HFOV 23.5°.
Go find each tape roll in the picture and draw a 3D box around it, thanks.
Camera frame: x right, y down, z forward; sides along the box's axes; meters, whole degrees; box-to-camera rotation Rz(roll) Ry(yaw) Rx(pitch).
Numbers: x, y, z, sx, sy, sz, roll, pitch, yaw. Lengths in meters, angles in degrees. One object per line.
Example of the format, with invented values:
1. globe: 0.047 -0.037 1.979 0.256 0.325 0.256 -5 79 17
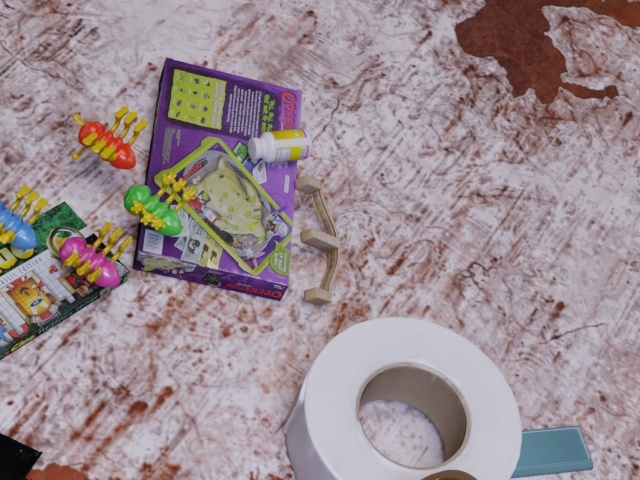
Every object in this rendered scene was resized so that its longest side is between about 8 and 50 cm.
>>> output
1. tape roll: 0.103 0.239 1.928 0.286 0.100 0.286 8 56 -11

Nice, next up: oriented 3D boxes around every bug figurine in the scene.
1. bug figurine: -0.299 -0.044 1.965 0.216 0.072 0.279 39 53 11

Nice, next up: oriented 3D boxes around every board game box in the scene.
1. board game box: -0.136 -0.089 2.118 0.208 0.056 0.347 11 53 -9
2. board game box: -0.379 0.058 1.925 0.136 0.030 0.260 44 52 15

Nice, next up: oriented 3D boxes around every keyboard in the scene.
1. keyboard: -0.382 0.302 1.744 0.100 0.038 0.192 25 40 5

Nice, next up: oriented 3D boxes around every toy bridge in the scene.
1. toy bridge: 0.000 0.000 2.101 0.063 0.026 0.188 22 55 -46

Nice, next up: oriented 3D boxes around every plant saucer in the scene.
1. plant saucer: 0.272 0.279 2.032 0.192 0.018 0.067 -2 57 -24

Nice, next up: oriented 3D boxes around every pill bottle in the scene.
1. pill bottle: -0.056 -0.130 2.122 0.083 0.043 0.043 -7 59 -26

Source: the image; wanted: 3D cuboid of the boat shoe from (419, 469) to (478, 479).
1. boat shoe: 0.032 0.367 1.729 0.342 0.123 0.123 -22 67 -21
